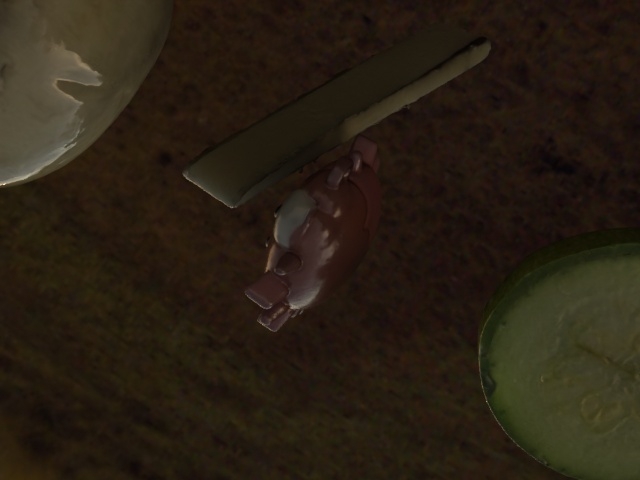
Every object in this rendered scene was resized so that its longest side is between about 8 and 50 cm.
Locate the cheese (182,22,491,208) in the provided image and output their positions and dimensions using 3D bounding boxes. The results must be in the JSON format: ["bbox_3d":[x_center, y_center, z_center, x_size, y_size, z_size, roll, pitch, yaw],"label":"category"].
[{"bbox_3d":[0.029,-0.143,1.161,0.085,0.400,0.034,27,136,35],"label":"cheese"}]

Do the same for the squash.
[{"bbox_3d":[0.229,0.093,0.837,0.219,0.041,0.219,2,114,4],"label":"squash"}]

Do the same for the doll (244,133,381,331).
[{"bbox_3d":[0.000,0.000,1.118,0.093,0.211,0.262,32,155,9],"label":"doll"}]

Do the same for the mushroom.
[{"bbox_3d":[-0.281,-0.188,0.997,0.315,0.315,0.356,31,-168,9],"label":"mushroom"}]
